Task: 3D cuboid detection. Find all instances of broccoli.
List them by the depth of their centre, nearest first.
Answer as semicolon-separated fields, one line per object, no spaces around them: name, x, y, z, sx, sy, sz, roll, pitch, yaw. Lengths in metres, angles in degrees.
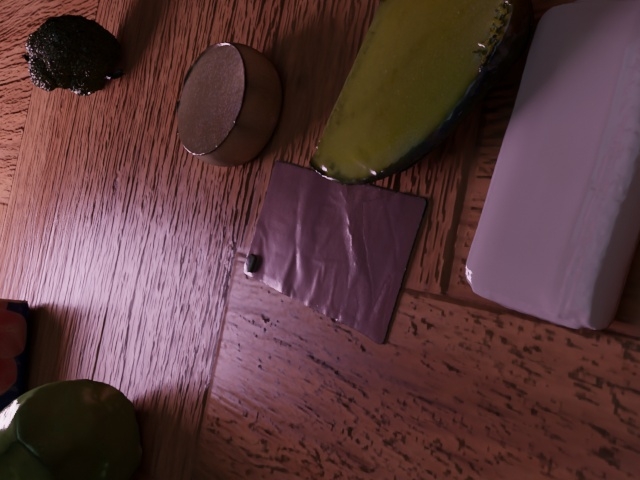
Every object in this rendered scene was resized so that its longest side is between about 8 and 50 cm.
broccoli;-0.350;-0.259;0.866;0.130;0.131;0.120;59;162;22

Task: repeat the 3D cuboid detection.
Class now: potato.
potato;0.069;-0.108;0.428;0.198;0.054;0.119;-53;48;30

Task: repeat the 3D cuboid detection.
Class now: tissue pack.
tissue pack;-0.552;0.227;0.938;0.209;0.137;0.270;-11;73;46

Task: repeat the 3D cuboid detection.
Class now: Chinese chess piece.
Chinese chess piece;-0.091;-0.133;0.603;0.122;0.051;0.122;-11;74;43

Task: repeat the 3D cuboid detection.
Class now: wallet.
wallet;0.145;-0.048;0.347;0.095;0.033;0.190;17;94;46

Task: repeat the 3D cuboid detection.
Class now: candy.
candy;-0.342;0.272;0.707;0.343;0.142;0.132;-38;68;35

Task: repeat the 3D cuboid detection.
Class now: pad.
pad;0.000;0.000;0.507;0.188;0.006;0.113;22;96;47
